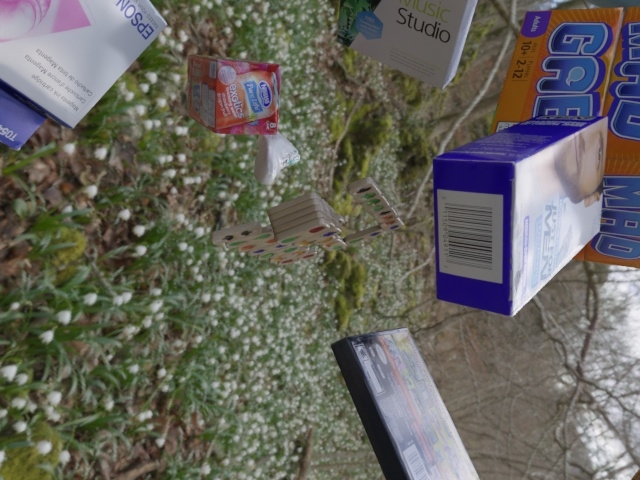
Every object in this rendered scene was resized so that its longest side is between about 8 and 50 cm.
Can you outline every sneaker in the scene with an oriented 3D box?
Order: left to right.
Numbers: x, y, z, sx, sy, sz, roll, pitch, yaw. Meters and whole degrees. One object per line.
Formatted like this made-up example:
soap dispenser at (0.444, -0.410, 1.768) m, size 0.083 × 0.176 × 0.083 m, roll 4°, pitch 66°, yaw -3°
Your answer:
sneaker at (-0.088, -0.181, 1.200) m, size 0.094 × 0.080 × 0.212 m, roll 20°, pitch 32°, yaw -17°

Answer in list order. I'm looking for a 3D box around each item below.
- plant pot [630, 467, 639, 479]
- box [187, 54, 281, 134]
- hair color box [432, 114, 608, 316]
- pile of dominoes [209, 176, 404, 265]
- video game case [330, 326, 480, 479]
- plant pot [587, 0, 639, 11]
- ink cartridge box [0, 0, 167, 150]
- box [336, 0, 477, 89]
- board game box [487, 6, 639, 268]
plant pot at (0.359, 0.287, 0.480) m, size 0.188 × 0.205 × 0.205 m, roll 18°, pitch 38°, yaw -53°
box at (-0.174, -0.286, 1.079) m, size 0.257 × 0.122 × 0.128 m, roll -142°, pitch -127°, yaw -59°
hair color box at (0.281, -0.054, 0.752) m, size 0.110 × 0.339 × 0.185 m, roll 10°, pitch -65°, yaw 38°
pile of dominoes at (0.000, 0.000, 0.706) m, size 0.251 × 0.196 × 0.040 m, roll 31°, pitch 40°, yaw -70°
video game case at (0.133, 0.264, 0.821) m, size 0.248 × 0.035 × 0.275 m, roll 10°, pitch 53°, yaw -62°
plant pot at (0.808, -0.645, 1.303) m, size 0.334 × 0.341 × 0.341 m, roll 14°, pitch 18°, yaw -12°
ink cartridge box at (-0.413, -0.293, 0.785) m, size 0.071 × 0.330 × 0.324 m, roll 39°, pitch -2°, yaw 18°
box at (0.145, -0.429, 0.915) m, size 0.232 × 0.058 × 0.322 m, roll 30°, pitch -32°, yaw 17°
board game box at (0.558, -0.194, 1.106) m, size 0.356 × 0.356 × 0.356 m, roll -68°, pitch 150°, yaw -23°
